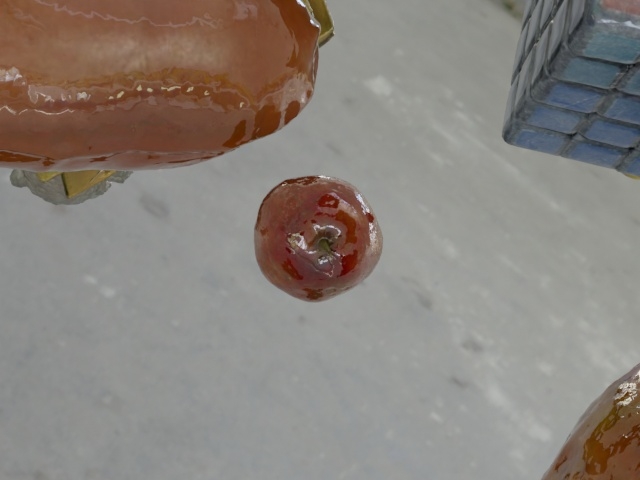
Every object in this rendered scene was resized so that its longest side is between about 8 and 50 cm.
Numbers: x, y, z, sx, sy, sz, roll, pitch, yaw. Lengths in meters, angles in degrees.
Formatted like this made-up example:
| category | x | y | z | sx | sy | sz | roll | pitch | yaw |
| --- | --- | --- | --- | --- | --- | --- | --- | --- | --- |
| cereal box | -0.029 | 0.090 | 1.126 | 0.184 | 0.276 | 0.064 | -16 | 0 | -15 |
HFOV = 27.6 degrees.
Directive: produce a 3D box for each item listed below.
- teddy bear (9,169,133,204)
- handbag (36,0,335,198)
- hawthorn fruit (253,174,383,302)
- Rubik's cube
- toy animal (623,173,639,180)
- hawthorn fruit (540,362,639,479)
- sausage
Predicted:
| category | x | y | z | sx | sy | sz | roll | pitch | yaw |
| --- | --- | --- | --- | --- | --- | --- | --- | --- | --- |
| teddy bear | -0.362 | -0.176 | 1.914 | 0.236 | 0.267 | 0.151 | 45 | 37 | 19 |
| handbag | -0.194 | -0.251 | 1.570 | 0.133 | 0.401 | 0.283 | 38 | 27 | -59 |
| hawthorn fruit | -0.001 | -0.007 | 1.230 | 0.125 | 0.140 | 0.125 | 2 | 64 | -4 |
| Rubik's cube | 0.280 | -0.184 | 0.930 | 0.237 | 0.238 | 0.237 | 12 | -18 | 0 |
| toy animal | 0.365 | -0.153 | 1.567 | 0.156 | 0.156 | 0.230 | 38 | -6 | 6 |
| hawthorn fruit | 0.363 | 0.295 | 1.030 | 0.472 | 0.472 | 0.472 | 29 | 24 | -14 |
| sausage | -0.123 | -0.098 | 0.677 | 0.258 | 0.133 | 0.133 | -1 | 40 | -30 |
